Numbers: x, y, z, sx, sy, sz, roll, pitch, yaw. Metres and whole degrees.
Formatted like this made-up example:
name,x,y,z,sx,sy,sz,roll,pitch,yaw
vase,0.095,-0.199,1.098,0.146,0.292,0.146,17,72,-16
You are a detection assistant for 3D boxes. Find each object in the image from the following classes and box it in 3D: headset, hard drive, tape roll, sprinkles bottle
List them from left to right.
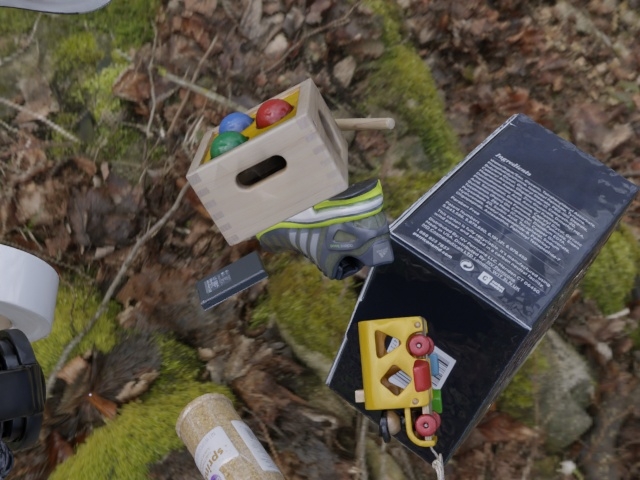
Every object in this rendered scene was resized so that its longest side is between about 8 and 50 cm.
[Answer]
name,x,y,z,sx,sy,sz,roll,pitch,yaw
headset,-0.401,0.196,0.927,0.243,0.394,0.185,-7,86,-6
tape roll,-0.608,0.096,1.545,0.286,0.286,0.100,7,64,-13
hard drive,-0.169,0.074,1.671,0.135,0.094,0.022,-28,116,0
sprinkles bottle,-0.132,0.417,1.540,0.121,0.355,0.121,-18,127,-25

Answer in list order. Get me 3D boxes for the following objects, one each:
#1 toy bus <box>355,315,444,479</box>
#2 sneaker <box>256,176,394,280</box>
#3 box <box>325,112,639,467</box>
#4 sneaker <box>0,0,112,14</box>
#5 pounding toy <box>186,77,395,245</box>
name,x,y,z,sx,sy,sz,roll,pitch,yaw
toy bus,0.099,0.193,1.145,0.104,0.191,0.202,-5,36,11
sneaker,0.000,0.000,1.253,0.111,0.300,0.121,-20,93,-27
box,0.301,0.095,1.688,0.297,0.480,0.472,34,49,16
sneaker,-0.269,-0.235,0.610,0.226,0.163,0.086,0,62,9
pounding toy,-0.025,-0.111,0.881,0.181,0.206,0.094,-26,112,13
